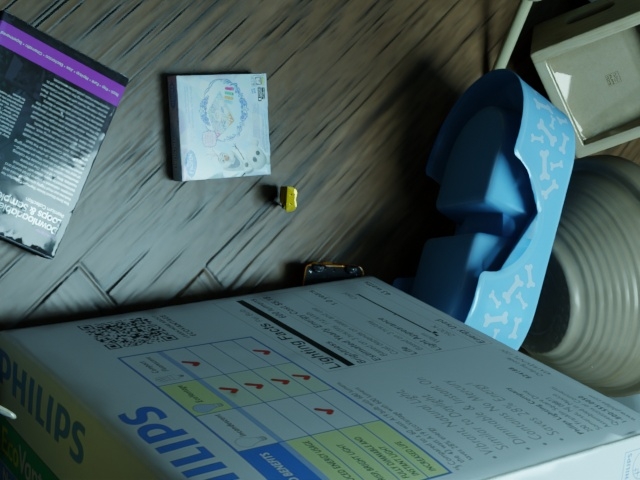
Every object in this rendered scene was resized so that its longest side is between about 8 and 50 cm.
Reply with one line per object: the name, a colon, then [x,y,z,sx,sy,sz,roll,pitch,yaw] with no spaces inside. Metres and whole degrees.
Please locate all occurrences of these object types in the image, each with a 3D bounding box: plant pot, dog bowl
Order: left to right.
dog bowl: [0.150,-0.008,1.148,0.074,0.166,0.297,21,78,-21]
plant pot: [0.243,0.040,1.189,0.110,0.237,0.237,-9,99,-29]

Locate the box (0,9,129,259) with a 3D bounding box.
box: [-0.232,-0.080,0.967,0.116,0.029,0.162,28,76,-33]

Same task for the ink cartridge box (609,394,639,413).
ink cartridge box: [0.357,0.132,1.339,0.175,0.127,0.072,-14,103,-34]

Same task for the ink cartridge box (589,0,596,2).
ink cartridge box: [0.370,-0.327,1.361,0.239,0.060,0.275,36,71,-5]

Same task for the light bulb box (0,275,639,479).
light bulb box: [-0.009,0.199,0.926,0.361,0.358,0.225,-7,111,-34]

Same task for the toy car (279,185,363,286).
toy car: [0.000,0.000,1.129,0.060,0.040,0.122,-15,105,-12]

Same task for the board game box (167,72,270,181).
board game box: [-0.087,-0.099,1.073,0.090,0.020,0.090,-7,97,-35]

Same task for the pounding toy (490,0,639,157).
pounding toy: [0.257,-0.199,1.262,0.206,0.181,0.094,61,24,-22]

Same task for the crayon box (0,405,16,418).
crayon box: [-0.336,0.065,0.723,0.203,0.323,0.083,37,73,-31]
